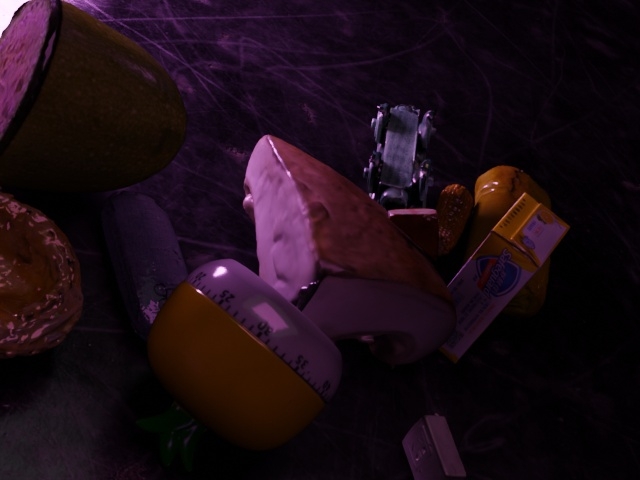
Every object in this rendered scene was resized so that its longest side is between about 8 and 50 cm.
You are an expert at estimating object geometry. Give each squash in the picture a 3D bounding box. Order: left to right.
[{"bbox_3d":[-0.354,-0.179,1.773,0.308,0.310,0.310,26,36,-31],"label":"squash"}]

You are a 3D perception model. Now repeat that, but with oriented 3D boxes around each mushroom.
[{"bbox_3d":[0.032,-0.009,1.864,0.313,0.224,0.397,5,45,-27],"label":"mushroom"}]

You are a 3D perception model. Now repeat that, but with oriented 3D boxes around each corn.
[{"bbox_3d":[0.242,-0.041,2.168,0.068,0.068,0.207,31,37,-2],"label":"corn"}]

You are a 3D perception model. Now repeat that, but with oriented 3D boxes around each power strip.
[{"bbox_3d":[0.174,0.340,1.701,0.042,0.075,0.175,9,43,-30],"label":"power strip"}]

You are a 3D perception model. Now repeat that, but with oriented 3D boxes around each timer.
[{"bbox_3d":[-0.134,0.189,1.551,0.285,0.285,0.285,19,40,-17],"label":"timer"}]

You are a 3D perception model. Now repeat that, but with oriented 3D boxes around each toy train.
[{"bbox_3d":[0.141,-0.115,2.075,0.120,0.202,0.301,5,40,4],"label":"toy train"}]

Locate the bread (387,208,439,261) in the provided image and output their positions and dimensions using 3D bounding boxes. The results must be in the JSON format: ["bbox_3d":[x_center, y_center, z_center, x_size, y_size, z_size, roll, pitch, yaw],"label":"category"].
[{"bbox_3d":[0.161,-0.023,1.803,0.109,0.062,0.043,44,10,-12],"label":"bread"}]

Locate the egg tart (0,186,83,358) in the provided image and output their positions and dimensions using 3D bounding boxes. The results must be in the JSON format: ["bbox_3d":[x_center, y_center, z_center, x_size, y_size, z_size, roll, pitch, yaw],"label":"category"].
[{"bbox_3d":[-0.453,0.052,1.546,0.288,0.118,0.288,20,38,-17],"label":"egg tart"}]

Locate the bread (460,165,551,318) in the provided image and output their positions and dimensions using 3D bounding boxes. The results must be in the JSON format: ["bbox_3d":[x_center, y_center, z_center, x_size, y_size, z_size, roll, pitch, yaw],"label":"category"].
[{"bbox_3d":[0.366,-0.012,2.186,0.166,0.112,0.384,27,38,-6],"label":"bread"}]

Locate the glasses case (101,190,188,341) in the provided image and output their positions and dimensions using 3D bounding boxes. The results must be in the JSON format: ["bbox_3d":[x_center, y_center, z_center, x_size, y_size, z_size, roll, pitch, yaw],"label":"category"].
[{"bbox_3d":[-0.258,0.039,1.734,0.109,0.067,0.282,10,46,-38],"label":"glasses case"}]

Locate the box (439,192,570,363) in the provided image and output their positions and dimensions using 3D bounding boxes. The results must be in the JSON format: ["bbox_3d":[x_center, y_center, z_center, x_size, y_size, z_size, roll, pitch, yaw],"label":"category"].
[{"bbox_3d":[0.284,0.063,1.926,0.097,0.265,0.168,40,37,7],"label":"box"}]
